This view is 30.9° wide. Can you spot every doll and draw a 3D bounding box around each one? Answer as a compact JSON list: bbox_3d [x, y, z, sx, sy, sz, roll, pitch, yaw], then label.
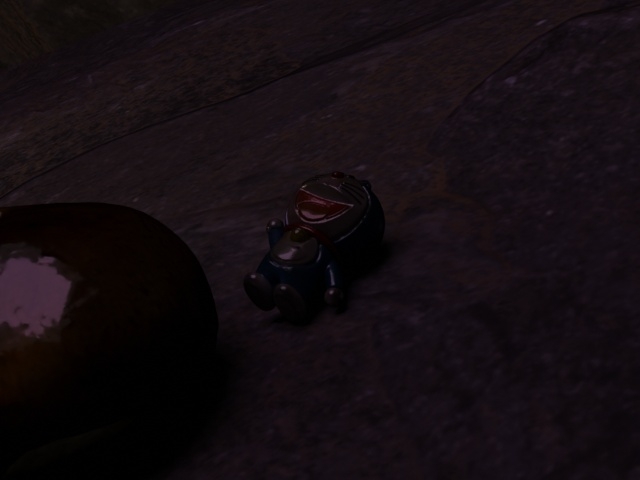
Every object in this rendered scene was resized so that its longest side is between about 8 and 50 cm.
[{"bbox_3d":[0.000,0.000,0.999,0.114,0.085,0.152,22,59,32],"label":"doll"}]

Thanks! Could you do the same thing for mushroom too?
[{"bbox_3d":[-0.254,0.100,0.944,0.346,0.259,0.345,-2,9,0],"label":"mushroom"}]
